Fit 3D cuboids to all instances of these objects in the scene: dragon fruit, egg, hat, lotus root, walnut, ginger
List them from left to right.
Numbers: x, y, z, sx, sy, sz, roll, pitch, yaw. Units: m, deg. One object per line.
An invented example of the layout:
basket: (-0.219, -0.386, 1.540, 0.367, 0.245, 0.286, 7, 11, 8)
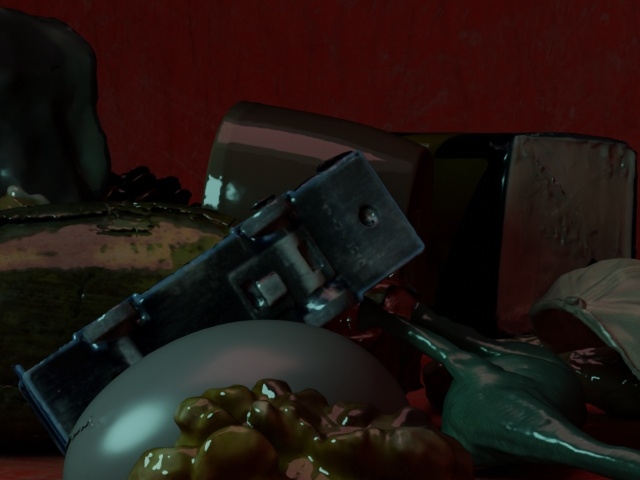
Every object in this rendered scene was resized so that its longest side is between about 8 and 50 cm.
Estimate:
lotus root: (-0.207, 0.069, 1.452, 0.397, 0.196, 0.179, -5, -17, -6)
egg: (-0.042, 0.117, 0.986, 0.198, 0.146, 0.146, -5, 4, -21)
walnut: (-0.010, 0.127, 0.864, 0.170, 0.143, 0.069, 1, -27, -1)
dragon fruit: (0.034, 0.091, 1.599, 0.130, 0.142, 0.121, -2, 9, 19)
ginger: (0.236, 0.127, 1.661, 0.290, 0.084, 0.122, -3, -20, 11)
hat: (0.308, 0.064, 1.526, 0.226, 0.164, 0.219, -30, 35, -21)

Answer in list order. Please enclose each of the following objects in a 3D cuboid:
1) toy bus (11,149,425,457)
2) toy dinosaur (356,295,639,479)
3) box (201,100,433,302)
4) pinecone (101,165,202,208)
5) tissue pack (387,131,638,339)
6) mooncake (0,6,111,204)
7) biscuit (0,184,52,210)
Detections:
toy bus: (-0.075, 0.056, 1.317, 0.297, 0.106, 0.131, -34, 1, -19)
toy dinosaur: (0.189, 0.137, 1.360, 0.331, 0.129, 0.383, 13, 6, 20)
box: (0.000, 0.000, 1.973, 0.216, 0.301, 0.301, 5, 4, 10)
pinecone: (-0.218, 0.022, 2.234, 0.272, 0.224, 0.224, 16, 11, 30)
tissue pack: (0.203, -0.012, 2.413, 0.253, 0.264, 0.416, 1, 3, -35)
mooncake: (-0.379, -0.037, 1.904, 0.350, 0.381, 0.212, -31, -12, 31)
biscuit: (-0.200, 0.062, 1.664, 0.197, 0.049, 0.301, 32, 17, -30)
